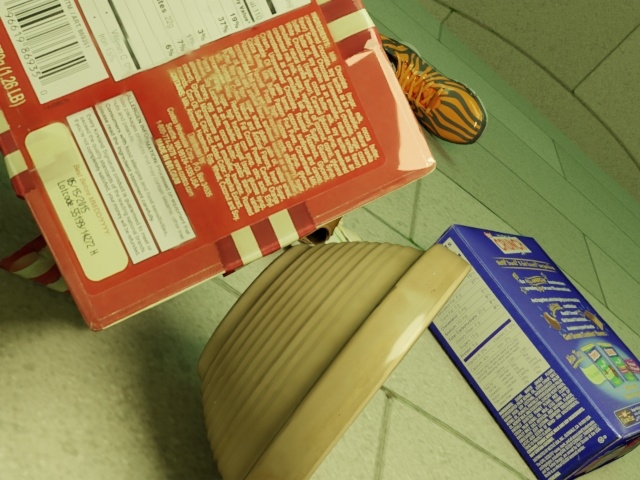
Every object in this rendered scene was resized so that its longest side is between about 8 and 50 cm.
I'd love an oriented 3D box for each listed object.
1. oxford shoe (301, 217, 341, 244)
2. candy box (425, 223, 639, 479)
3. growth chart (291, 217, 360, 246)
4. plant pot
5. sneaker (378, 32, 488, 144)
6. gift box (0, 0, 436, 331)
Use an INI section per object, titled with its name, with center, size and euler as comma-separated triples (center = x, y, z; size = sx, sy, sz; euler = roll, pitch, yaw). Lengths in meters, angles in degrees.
[oxford shoe]
center = -0.005, -0.033, 0.987
size = 0.212, 0.076, 0.076
euler = -17, 91, -67
[candy box]
center = 0.282, 0.137, 1.123
size = 0.268, 0.122, 0.317
euler = 6, 44, -54
[growth chart]
center = 0.000, 0.000, 1.026
size = 0.172, 0.021, 0.237
euler = 18, 34, -46
[plant pot]
center = -0.007, 0.079, 0.613
size = 0.110, 0.237, 0.237
euler = 39, 22, 9
[sneaker]
center = 0.179, -0.303, 1.741
size = 0.180, 0.124, 0.321
euler = 2, 35, -52
[gift box]
center = -0.117, -0.088, 0.590
size = 0.258, 0.276, 0.255
euler = 167, -98, -79
